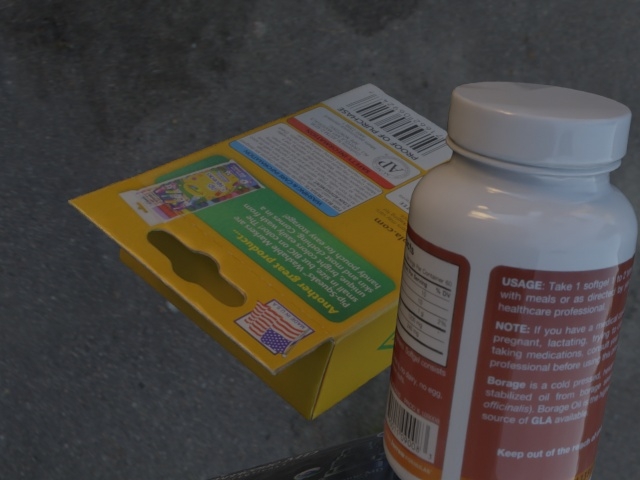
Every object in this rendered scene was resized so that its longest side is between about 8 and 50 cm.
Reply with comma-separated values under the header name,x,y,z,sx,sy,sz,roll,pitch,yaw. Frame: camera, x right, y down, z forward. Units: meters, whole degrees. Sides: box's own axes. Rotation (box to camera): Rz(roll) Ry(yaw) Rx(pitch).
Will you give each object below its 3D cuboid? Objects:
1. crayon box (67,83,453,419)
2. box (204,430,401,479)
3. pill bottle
name,x,y,z,sx,sy,sz,roll,pitch,yaw
crayon box,0.000,0.000,0.778,0.323,0.203,0.083,-27,143,-42
box,-0.025,0.323,0.857,0.212,0.293,0.395,71,20,1
pill bottle,0.103,0.029,0.565,0.121,0.121,0.216,-6,113,-29
